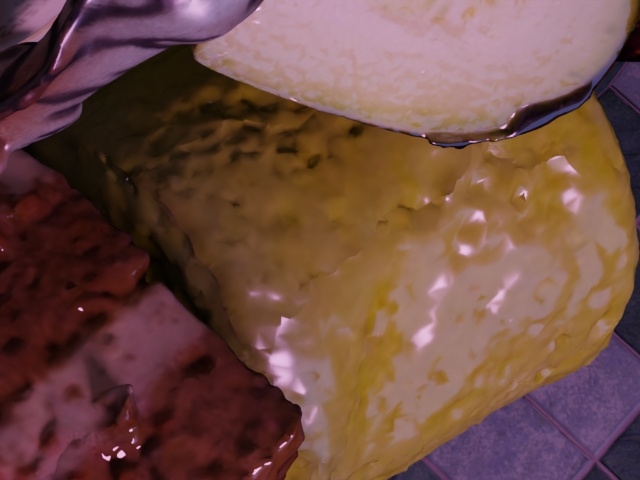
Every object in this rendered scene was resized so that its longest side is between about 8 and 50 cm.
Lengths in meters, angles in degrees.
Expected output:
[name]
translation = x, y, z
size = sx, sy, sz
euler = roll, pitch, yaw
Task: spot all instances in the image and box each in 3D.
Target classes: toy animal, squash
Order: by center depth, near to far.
[toy animal]
translation = -0.037, -0.127, 0.564
size = 0.170, 0.090, 0.255
euler = -28, 156, -47
[squash]
translation = 0.082, -0.150, 0.756
size = 0.237, 0.155, 0.204
euler = -54, 167, 22

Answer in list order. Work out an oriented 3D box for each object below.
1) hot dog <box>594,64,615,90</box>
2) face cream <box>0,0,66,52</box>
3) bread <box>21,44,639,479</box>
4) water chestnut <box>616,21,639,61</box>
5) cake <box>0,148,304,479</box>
[hot dog]
translation = 0.146, -0.149, 1.442
size = 0.223, 0.185, 0.405
euler = -41, 169, -37
[face cream]
translation = -0.142, -0.137, 0.570
size = 0.173, 0.081, 0.348
euler = -48, 170, 19
[bread]
translation = 0.000, 0.000, 0.966
size = 0.308, 0.348, 0.348
euler = -38, 167, -30
[water chestnut]
translation = 0.217, -0.268, 1.128
size = 0.289, 0.289, 0.244
euler = -38, 133, -43
[cake]
translation = -0.193, 0.127, 0.800
size = 0.255, 0.290, 0.282
euler = -43, 169, -27
